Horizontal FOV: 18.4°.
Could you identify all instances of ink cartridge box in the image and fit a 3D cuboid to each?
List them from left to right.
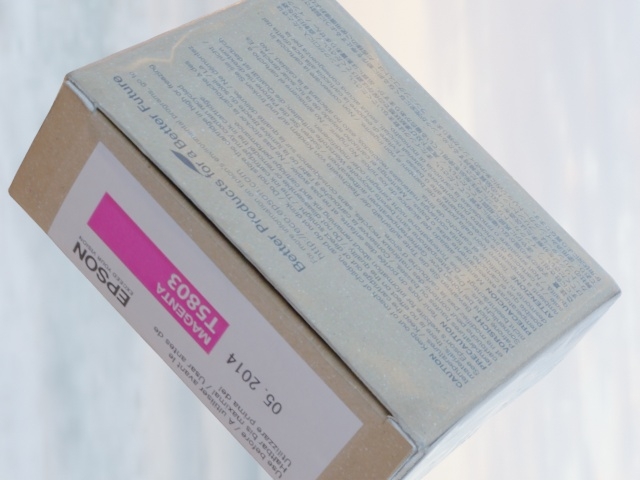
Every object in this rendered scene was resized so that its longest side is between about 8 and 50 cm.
[{"bbox_3d":[0.000,0.000,0.945,0.193,0.234,0.088,-30,163,-47],"label":"ink cartridge box"}]
